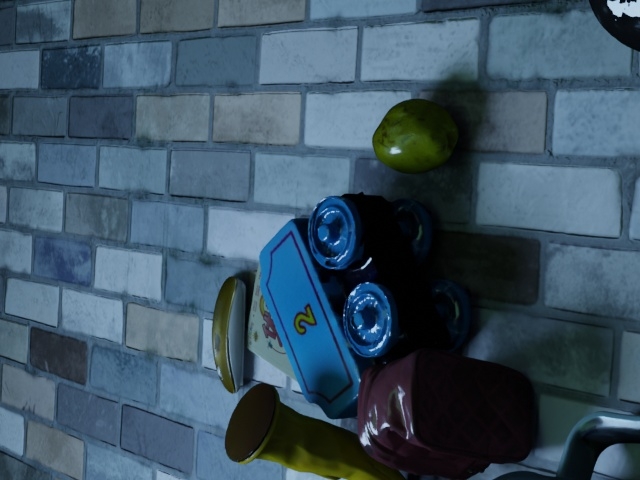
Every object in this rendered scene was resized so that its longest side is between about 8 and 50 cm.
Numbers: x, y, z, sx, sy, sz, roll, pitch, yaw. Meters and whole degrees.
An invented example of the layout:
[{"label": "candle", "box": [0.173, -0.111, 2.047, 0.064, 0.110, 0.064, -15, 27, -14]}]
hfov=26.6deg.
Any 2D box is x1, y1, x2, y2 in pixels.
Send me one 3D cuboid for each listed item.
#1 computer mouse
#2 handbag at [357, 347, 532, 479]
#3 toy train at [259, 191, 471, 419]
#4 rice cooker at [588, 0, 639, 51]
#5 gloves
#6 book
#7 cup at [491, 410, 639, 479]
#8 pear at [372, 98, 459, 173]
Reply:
[{"label": "computer mouse", "box": [-0.158, 0.160, 2.302, 0.102, 0.045, 0.199, -169, 81, -72]}, {"label": "handbag", "box": [0.162, 0.228, 1.773, 0.135, 0.225, 0.146, -27, 56, 48]}, {"label": "toy train", "box": [0.054, 0.083, 1.938, 0.265, 0.188, 0.300, -47, 56, 40]}, {"label": "rice cooker", "box": [0.420, -0.309, 1.440, 0.224, 0.267, 0.267, 8, 96, 58]}, {"label": "gloves", "box": [0.019, 0.309, 1.911, 0.116, 0.294, 0.133, -53, 27, 17]}, {"label": "book", "box": [-0.042, 0.138, 2.190, 0.232, 0.022, 0.162, 28, 111, 47]}, {"label": "cup", "box": [0.357, 0.385, 1.550, 0.311, 0.331, 0.257, -3, 121, 50]}, {"label": "pear", "box": [0.132, -0.146, 1.908, 0.131, 0.107, 0.107, 11, 98, 44]}]
